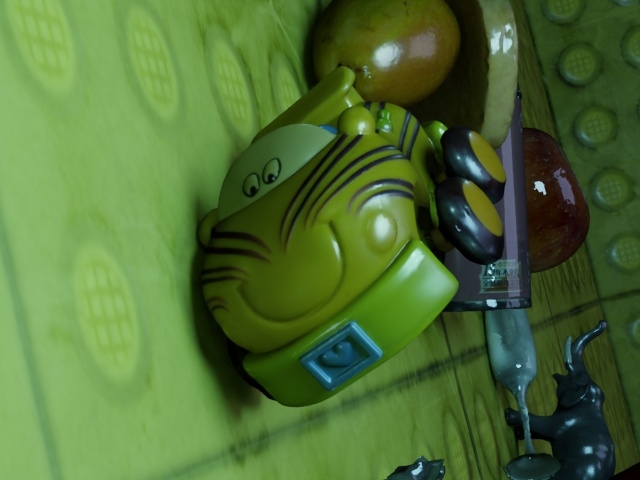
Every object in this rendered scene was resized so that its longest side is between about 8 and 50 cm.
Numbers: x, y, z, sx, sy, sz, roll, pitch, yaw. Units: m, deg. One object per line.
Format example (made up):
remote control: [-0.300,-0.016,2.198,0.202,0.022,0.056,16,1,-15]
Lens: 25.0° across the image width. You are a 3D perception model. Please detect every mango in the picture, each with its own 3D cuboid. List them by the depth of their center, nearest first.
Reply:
mango: [0.063,-0.193,1.372,0.253,0.139,0.113,-79,153,-66]

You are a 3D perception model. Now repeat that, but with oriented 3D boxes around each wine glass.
wine glass: [0.249,0.175,1.840,0.074,0.074,0.262,56,23,-50]

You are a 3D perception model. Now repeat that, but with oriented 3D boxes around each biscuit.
biscuit: [0.118,-0.213,1.487,0.376,0.051,0.269,-125,-146,-57]

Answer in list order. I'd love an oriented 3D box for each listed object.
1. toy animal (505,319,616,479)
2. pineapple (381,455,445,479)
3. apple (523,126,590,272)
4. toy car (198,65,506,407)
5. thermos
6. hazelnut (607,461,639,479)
toy animal: [0.313,0.235,1.880,0.082,0.137,0.269,48,38,-54]
pineapple: [0.111,0.315,1.097,0.170,0.141,0.310,-25,93,-50]
apple: [0.282,-0.052,2.009,0.201,0.162,0.201,58,14,-24]
toy car: [0.006,-0.015,0.940,0.142,0.200,0.248,47,22,-16]
thermos: [0.173,-0.089,1.602,0.136,0.110,0.330,2,85,-78]
hazelnut: [0.427,0.446,1.679,0.402,0.402,0.429,64,32,-35]
